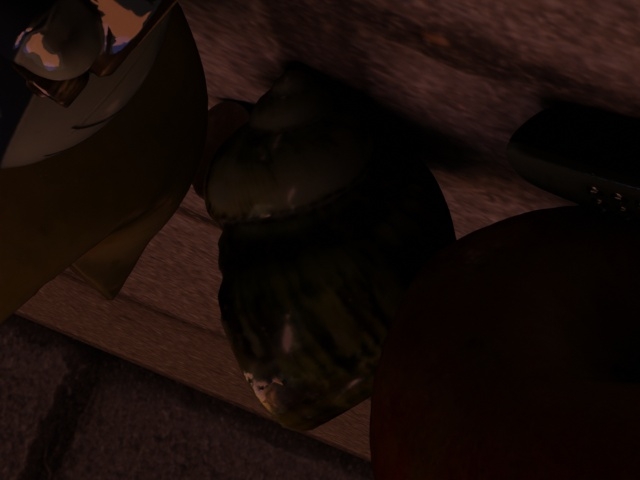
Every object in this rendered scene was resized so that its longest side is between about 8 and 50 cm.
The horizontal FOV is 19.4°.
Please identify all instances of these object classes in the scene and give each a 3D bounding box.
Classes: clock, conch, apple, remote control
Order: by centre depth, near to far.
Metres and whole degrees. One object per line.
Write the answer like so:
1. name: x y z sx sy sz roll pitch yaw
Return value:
1. clock: -0.104 -0.123 0.713 0.146 0.199 0.243 39 142 -14
2. apple: -0.194 -0.081 0.942 0.258 0.233 0.295 49 -152 8
3. remote control: 0.199 -0.020 0.944 0.222 0.042 0.072 17 168 24
4. apple: 0.177 0.135 1.028 0.301 0.301 0.301 23 168 5
5. conch: 0.002 -0.002 1.120 0.124 0.187 0.181 -34 100 35

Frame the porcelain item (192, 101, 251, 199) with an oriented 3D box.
1. porcelain item: -0.003 -0.016 1.293 0.054 0.084 0.213 -19 144 32
